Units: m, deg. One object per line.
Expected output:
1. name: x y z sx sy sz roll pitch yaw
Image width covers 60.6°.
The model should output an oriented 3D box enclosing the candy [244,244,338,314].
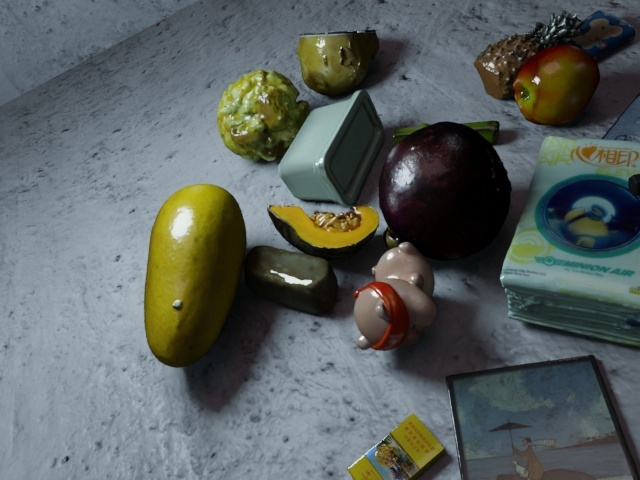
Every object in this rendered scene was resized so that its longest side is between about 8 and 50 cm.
1. candy: -0.070 0.086 1.250 0.233 0.104 0.102 11 50 31

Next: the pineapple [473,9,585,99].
1. pineapple: 0.551 -0.503 1.443 0.278 0.158 0.158 -37 44 7

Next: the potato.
1. potato: 0.056 -0.571 1.750 0.246 0.196 0.299 12 27 30

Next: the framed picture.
1. framed picture: 0.353 0.353 0.875 0.264 0.016 0.347 -12 46 15

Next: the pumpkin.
1. pumpkin: -0.003 0.003 1.264 0.278 0.111 0.163 2 34 11

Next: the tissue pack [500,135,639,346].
1. tissue pack: 0.527 -0.014 1.028 0.287 0.162 0.388 10 55 28

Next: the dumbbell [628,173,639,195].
1. dumbbell: 0.580 -0.101 0.948 0.083 0.036 0.040 -9 51 11

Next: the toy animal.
1. toy animal: 0.147 0.120 1.065 0.171 0.171 0.198 6 46 29

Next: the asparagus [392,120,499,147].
1. asparagus: 0.327 -0.275 1.433 0.277 0.060 0.067 3 71 27

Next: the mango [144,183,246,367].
1. mango: -0.282 0.074 1.233 0.220 0.301 0.445 9 50 -13

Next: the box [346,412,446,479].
1. box: 0.130 0.380 0.946 0.155 0.023 0.087 -37 48 -10

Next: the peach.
1. peach: 0.575 -0.380 1.328 0.197 0.197 0.198 -13 46 14

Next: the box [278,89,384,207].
1. box: 0.026 -0.243 1.470 0.182 0.175 0.312 1 50 36

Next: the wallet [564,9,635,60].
1. wallet: 0.724 -0.540 1.492 0.202 0.059 0.141 -31 51 -2

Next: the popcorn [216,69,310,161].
1. popcorn: -0.174 -0.356 1.602 0.281 0.282 0.247 -17 47 9

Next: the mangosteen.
1. mangosteen: 0.245 -0.101 1.150 0.293 0.297 0.297 10 54 43

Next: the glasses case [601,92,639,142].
1. glasses case: 0.712 -0.244 1.220 0.109 0.067 0.282 28 67 37
